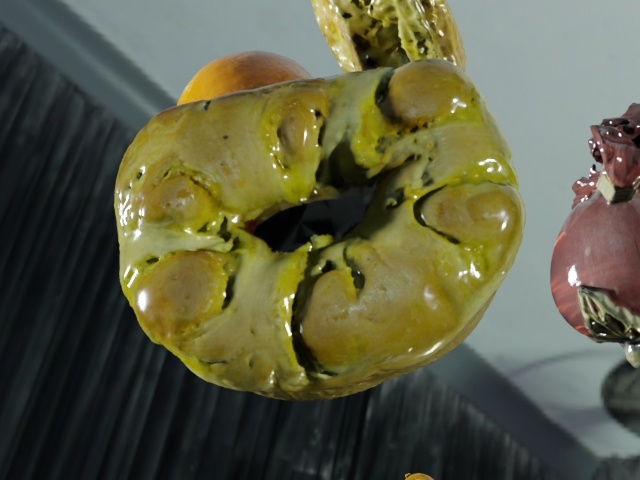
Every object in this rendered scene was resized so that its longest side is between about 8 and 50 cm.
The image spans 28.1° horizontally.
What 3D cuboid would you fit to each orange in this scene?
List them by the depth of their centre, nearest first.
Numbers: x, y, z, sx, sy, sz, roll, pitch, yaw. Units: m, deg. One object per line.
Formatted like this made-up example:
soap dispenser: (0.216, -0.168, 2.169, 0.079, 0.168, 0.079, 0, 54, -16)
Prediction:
orange: (-0.080, -0.135, 1.768, 0.261, 0.261, 0.261, 8, 142, 6)

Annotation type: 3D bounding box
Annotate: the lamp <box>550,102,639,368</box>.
lamp: (0.286, 0.009, 1.217, 0.151, 0.223, 0.215, -25, 170, -4)

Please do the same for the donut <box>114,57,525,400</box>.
donut: (0.000, 0.000, 0.826, 0.261, 0.209, 0.128, -9, 158, 6)

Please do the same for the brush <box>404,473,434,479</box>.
brush: (0.135, 0.322, 1.000, 0.090, 0.314, 0.017, -37, 152, 22)

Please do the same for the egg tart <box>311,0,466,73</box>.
egg tart: (0.067, -0.276, 1.566, 0.123, 0.294, 0.294, -31, 136, -7)
